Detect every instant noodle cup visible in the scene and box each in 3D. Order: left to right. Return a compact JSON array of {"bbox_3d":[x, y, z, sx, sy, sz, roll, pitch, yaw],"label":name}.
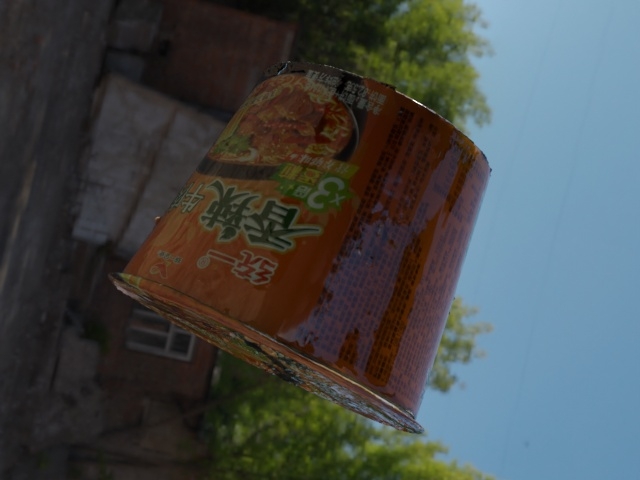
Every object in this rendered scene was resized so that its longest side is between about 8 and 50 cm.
[{"bbox_3d":[0.000,0.000,0.706,0.182,0.230,0.230,-64,-173,-10],"label":"instant noodle cup"}]
